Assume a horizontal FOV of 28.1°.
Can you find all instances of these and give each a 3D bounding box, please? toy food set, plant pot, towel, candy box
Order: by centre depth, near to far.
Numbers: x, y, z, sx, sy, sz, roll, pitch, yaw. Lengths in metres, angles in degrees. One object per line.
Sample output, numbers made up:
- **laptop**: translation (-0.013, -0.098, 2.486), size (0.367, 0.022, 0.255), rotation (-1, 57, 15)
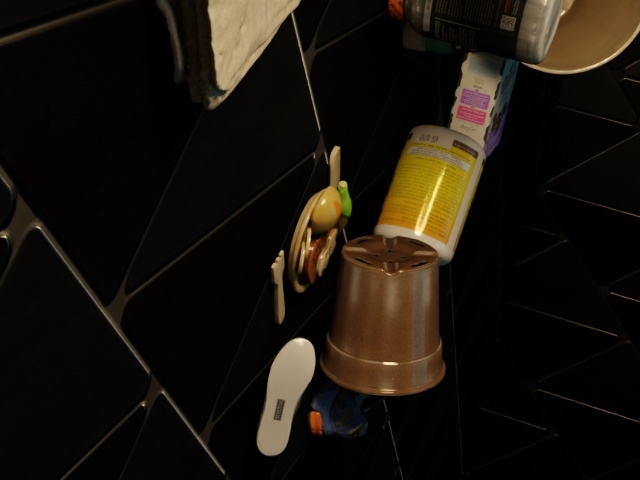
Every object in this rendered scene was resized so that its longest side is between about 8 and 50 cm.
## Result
- **towel**: translation (-0.060, -0.251, 0.918), size (0.187, 0.049, 0.282), rotation (-60, 160, -45)
- **toy food set**: translation (0.000, 0.000, 1.443), size (0.132, 0.038, 0.192), rotation (89, 23, -51)
- **plant pot**: translation (0.084, 0.089, 1.652), size (0.167, 0.167, 0.165), rotation (-45, 141, -62)
- **plant pot**: translation (0.366, -0.401, 2.031), size (0.274, 0.256, 0.256), rotation (-88, -168, -79)
- **candy box**: translation (0.271, -0.239, 2.127), size (0.165, 0.070, 0.196), rotation (-44, 148, -62)

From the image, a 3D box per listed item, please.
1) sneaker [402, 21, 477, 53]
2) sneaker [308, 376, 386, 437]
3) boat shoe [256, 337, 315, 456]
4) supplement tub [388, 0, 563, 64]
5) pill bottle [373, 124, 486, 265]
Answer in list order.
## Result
- **sneaker**: translation (0.207, -0.309, 1.701), size (0.302, 0.121, 0.108), rotation (-52, 155, -55)
- **sneaker**: translation (0.059, 0.191, 1.787), size (0.083, 0.087, 0.221), rotation (89, 23, -53)
- **boat shoe**: translation (-0.044, 0.179, 1.484), size (0.040, 0.049, 0.142), rotation (-161, -91, -85)
- **supplement tub**: translation (0.184, -0.283, 1.504), size (0.117, 0.190, 0.117), rotation (17, 90, -77)
- **pill bottle**: translation (0.146, -0.044, 1.785), size (0.117, 0.117, 0.215), rotation (60, 48, -71)
